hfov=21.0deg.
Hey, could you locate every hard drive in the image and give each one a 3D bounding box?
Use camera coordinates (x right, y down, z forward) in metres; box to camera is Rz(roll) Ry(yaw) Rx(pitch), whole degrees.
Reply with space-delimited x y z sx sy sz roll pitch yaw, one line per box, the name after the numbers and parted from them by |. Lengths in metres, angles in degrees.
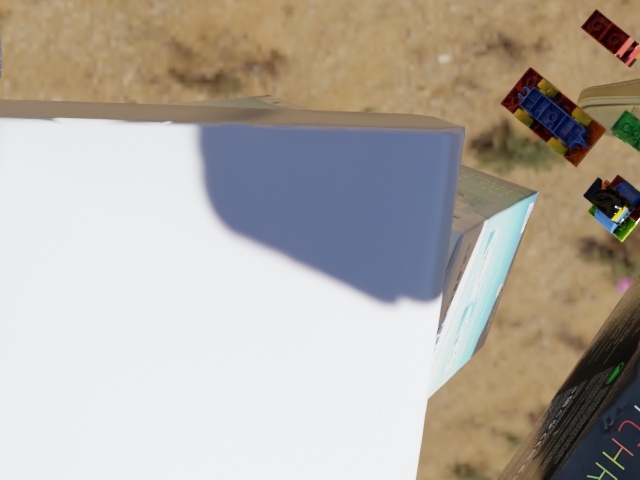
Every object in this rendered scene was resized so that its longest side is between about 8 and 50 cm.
-0.065 0.117 0.758 0.233 0.353 0.047 0 -165 -30 | hard drive

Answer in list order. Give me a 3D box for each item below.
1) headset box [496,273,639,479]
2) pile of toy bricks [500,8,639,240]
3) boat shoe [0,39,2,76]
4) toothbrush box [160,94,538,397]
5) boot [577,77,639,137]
0.233 0.179 0.888 0.283 0.246 0.131 39 160 0 | headset box
0.228 -0.050 1.111 0.118 0.212 0.105 -51 153 11 | pile of toy bricks
-0.233 -0.188 0.824 0.108 0.301 0.102 0 -163 23 | boat shoe
0.000 0.000 1.100 0.216 0.126 0.295 21 -168 13 | toothbrush box
0.349 -0.189 1.693 0.213 0.165 0.077 -5 159 4 | boot
